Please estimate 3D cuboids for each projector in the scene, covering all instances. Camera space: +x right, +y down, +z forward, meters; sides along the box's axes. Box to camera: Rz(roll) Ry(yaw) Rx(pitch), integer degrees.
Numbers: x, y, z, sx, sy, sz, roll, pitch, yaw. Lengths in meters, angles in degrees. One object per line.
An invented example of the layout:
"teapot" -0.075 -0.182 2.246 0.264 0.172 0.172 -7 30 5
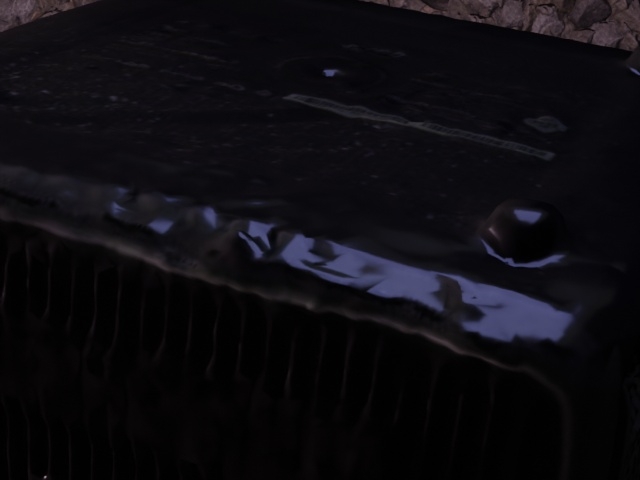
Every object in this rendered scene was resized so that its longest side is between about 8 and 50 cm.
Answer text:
"projector" -0.007 0.015 0.622 0.395 0.242 0.405 16 27 20
